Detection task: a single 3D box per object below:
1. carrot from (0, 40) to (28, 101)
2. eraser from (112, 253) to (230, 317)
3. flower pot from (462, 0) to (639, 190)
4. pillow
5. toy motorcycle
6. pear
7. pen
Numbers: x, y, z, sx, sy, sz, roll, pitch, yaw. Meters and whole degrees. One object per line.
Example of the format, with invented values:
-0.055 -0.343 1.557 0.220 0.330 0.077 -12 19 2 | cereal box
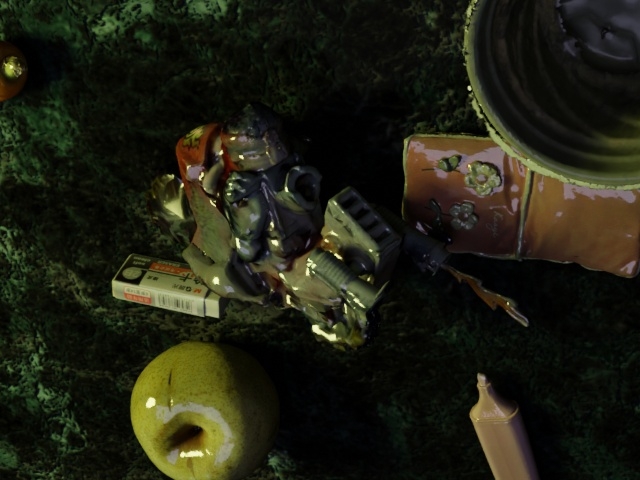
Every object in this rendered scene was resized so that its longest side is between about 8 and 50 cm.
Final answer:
-0.381 -0.146 1.306 0.256 0.061 0.061 -18 116 40 | carrot
-0.156 0.048 1.352 0.122 0.052 0.029 11 129 13 | eraser
0.233 -0.168 0.995 0.235 0.140 0.235 9 125 14 | flower pot
0.188 -0.037 1.168 0.232 0.043 0.126 7 123 16 | pillow
0.000 0.000 1.182 0.401 0.134 0.207 35 135 21 | toy motorcycle
-0.124 0.187 1.388 0.167 0.136 0.167 9 123 14 | pear
0.196 0.215 1.353 0.053 0.032 0.197 -5 124 25 | pen
